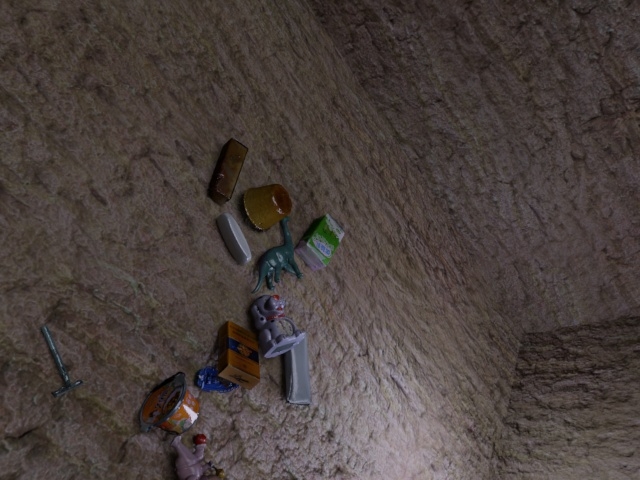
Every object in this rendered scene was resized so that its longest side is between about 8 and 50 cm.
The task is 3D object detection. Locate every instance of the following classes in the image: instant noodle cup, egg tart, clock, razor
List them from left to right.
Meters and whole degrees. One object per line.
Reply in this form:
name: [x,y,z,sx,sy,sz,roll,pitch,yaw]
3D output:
razor: [-0.793,0.355,1.319,0.084,0.035,0.211,-21,88,-49]
instant noodle cup: [-0.486,0.560,1.453,0.208,0.177,0.126,-50,126,-25]
egg tart: [-0.240,-0.160,1.993,0.215,0.170,0.215,38,42,-45]
clock: [-0.199,0.333,1.816,0.188,0.189,0.254,-3,58,-45]

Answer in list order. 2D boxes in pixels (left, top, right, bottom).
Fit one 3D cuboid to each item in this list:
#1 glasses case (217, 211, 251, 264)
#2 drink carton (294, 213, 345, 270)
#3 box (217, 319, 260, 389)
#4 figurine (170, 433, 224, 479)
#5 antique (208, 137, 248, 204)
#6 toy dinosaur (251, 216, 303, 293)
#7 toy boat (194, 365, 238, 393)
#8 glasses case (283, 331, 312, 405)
glasses case: [-0.367,-0.008,1.860,0.059,0.092,0.234,-28,92,-46]
drink carton: [0.000,0.000,2.208,0.161,0.108,0.271,48,45,-18]
box: [-0.310,0.431,1.664,0.152,0.070,0.237,36,21,-29]
figurine: [-0.404,0.782,1.429,0.186,0.176,0.288,-6,60,-20]
antique: [-0.415,-0.307,1.947,0.093,0.087,0.310,31,54,-30]
toy dinosaur: [-0.225,0.046,1.993,0.383,0.129,0.331,-14,72,-46]
toy boat: [-0.365,0.520,1.617,0.175,0.110,0.091,27,59,-36]
glasses case: [-0.108,0.551,1.881,0.128,0.083,0.308,11,65,-35]
